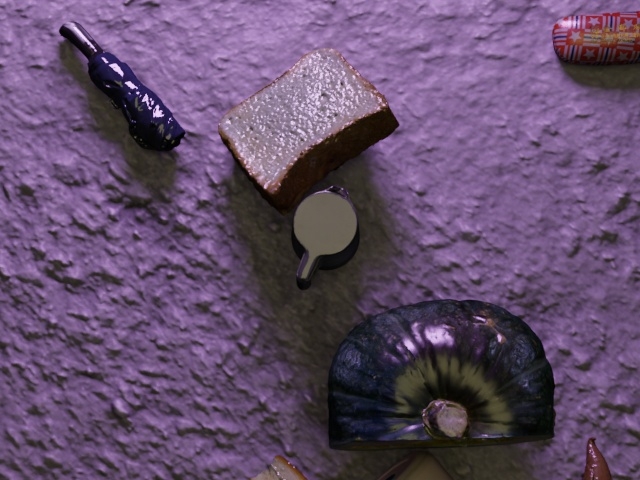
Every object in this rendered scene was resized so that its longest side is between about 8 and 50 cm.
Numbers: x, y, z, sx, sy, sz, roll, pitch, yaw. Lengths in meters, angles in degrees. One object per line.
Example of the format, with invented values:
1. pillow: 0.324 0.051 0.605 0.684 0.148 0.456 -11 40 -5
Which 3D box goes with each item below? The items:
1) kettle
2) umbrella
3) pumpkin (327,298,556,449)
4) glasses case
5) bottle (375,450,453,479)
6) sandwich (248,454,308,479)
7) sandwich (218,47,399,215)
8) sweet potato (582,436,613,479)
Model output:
1. kettle: -0.003 -0.006 1.529 0.127 0.148 0.098 -36 85 -3
2. umbrella: -0.291 -0.222 1.594 0.071 0.071 0.248 -42 86 -5
3. pumpkin: 0.153 0.171 1.455 0.293 0.263 0.196 -3 79 -3
4. glasses case: 0.435 -0.293 1.614 0.195 0.049 0.073 -4 83 -1
5. bottle: 0.158 0.411 1.482 0.147 0.147 0.236 -39 87 -4
6. sandwich: -0.006 0.405 1.510 0.090 0.088 0.244 -37 84 -7
7. sandwich: -0.020 -0.157 1.551 0.215 0.065 0.186 -35 53 -2
8. sweet potato: 0.373 0.373 1.531 0.068 0.060 0.205 19 70 -32
